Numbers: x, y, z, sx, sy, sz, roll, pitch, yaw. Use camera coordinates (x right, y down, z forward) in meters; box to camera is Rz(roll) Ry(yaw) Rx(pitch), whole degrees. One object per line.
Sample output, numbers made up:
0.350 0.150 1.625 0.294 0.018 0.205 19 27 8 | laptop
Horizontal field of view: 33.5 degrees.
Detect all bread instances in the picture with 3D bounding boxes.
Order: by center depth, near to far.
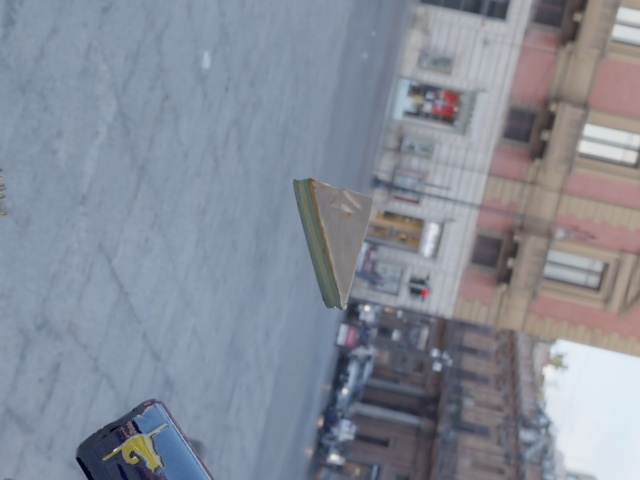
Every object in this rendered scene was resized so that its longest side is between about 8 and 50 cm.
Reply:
-0.001 0.005 1.234 0.074 0.084 0.139 -172 -83 -72 | bread

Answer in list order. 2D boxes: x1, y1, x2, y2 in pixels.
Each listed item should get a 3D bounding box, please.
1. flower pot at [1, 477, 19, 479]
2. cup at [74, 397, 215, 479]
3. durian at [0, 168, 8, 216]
-0.466 0.574 1.812 0.299 0.283 0.299 11 90 -74 | flower pot
-0.278 0.404 1.638 0.178 0.256 0.255 -38 174 37 | cup
-0.577 -0.064 1.346 0.384 0.348 0.347 -89 -172 -60 | durian
